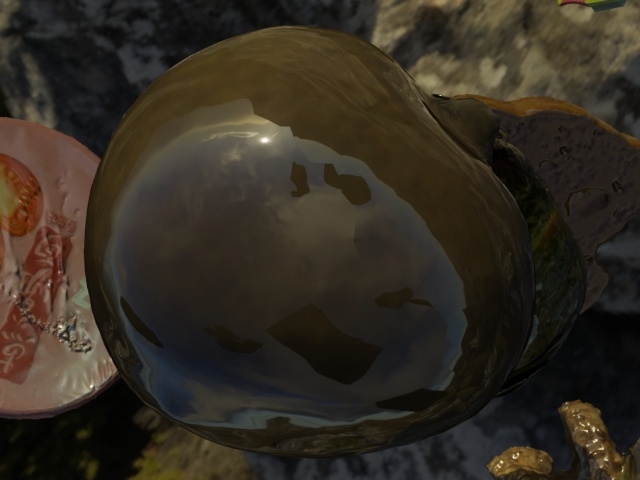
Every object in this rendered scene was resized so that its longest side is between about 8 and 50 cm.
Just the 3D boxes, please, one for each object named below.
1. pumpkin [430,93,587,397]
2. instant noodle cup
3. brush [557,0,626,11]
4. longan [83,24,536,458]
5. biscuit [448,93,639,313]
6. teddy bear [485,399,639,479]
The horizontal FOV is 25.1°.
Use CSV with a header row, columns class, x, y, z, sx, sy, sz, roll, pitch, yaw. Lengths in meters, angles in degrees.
class,x,y,z,sx,sy,sz,roll,pitch,yaw
pumpkin,0.101,0.001,1.351,0.320,0.192,0.320,38,157,19
instant noodle cup,-0.293,0.046,1.195,0.243,0.243,0.231,54,144,-7
brush,0.291,-0.257,1.545,0.083,0.019,0.021,1,146,45
longan,0.000,0.000,0.911,0.300,0.300,0.243,47,165,-3
biscuit,0.259,-0.037,1.868,0.381,0.074,0.359,-17,120,-15
teddy bear,0.331,0.276,1.581,0.222,0.296,0.246,-32,94,-3
